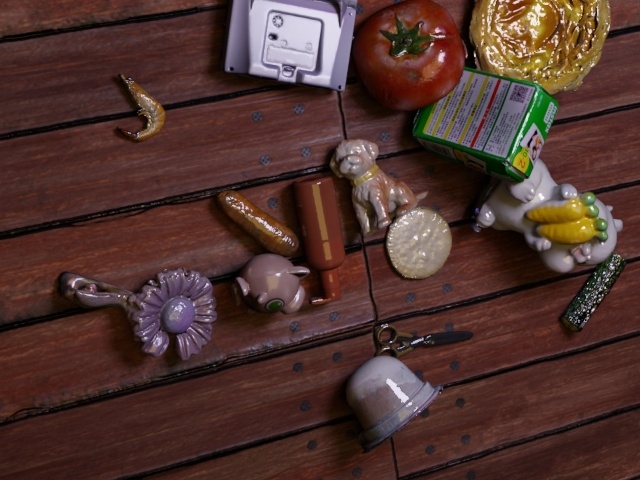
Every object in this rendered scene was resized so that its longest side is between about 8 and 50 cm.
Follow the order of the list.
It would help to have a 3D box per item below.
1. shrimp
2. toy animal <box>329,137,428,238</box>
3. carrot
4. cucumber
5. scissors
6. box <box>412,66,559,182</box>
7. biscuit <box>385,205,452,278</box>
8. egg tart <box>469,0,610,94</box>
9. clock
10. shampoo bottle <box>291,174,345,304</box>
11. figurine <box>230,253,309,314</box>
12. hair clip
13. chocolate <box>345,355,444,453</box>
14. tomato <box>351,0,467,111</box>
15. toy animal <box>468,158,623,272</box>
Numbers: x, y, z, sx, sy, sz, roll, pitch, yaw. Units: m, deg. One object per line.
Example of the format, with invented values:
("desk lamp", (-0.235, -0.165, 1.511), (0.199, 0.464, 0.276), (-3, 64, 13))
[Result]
("shrimp", (-0.337, -0.239, 1.757), (0.091, 0.025, 0.127), (-36, 109, -9))
("toy animal", (0.112, -0.127, 1.901), (0.184, 0.104, 0.185), (-33, 89, -40))
("carrot", (-0.121, -0.031, 1.841), (0.186, 0.060, 0.060), (36, 86, -17))
("cucumber", (0.588, 0.112, 2.096), (0.058, 0.058, 0.187), (37, 85, -19))
("scissors", (0.215, 0.206, 2.006), (0.220, 0.017, 0.088), (-4, 98, -18))
("box", (0.310, -0.227, 1.856), (0.103, 0.250, 0.180), (25, 89, -54))
("biscuit", (0.200, 0.005, 1.971), (0.152, 0.020, 0.152), (-3, 99, -18))
("egg tart", (0.428, -0.417, 1.942), (0.297, 0.132, 0.297), (-1, 100, -3))
("clock", (-0.053, -0.382, 1.801), (0.253, 0.083, 0.186), (6, 96, -19))
("shampoo bottle", (0.002, -0.001, 1.872), (0.085, 0.085, 0.244), (-11, 100, -17))
("figurine", (-0.095, 0.084, 1.829), (0.138, 0.125, 0.125), (-8, 100, -20))
("hair clip", (-0.330, 0.119, 1.785), (0.300, 0.069, 0.173), (14, 92, -20))
("chocolate", (0.123, 0.306, 1.928), (0.221, 0.221, 0.147), (-39, 79, -10))
("tomato", (0.163, -0.358, 1.830), (0.225, 0.085, 0.225), (-1, 85, 12))
("toy animal", (0.468, -0.044, 1.950), (0.310, 0.247, 0.183), (27, 106, -5))
